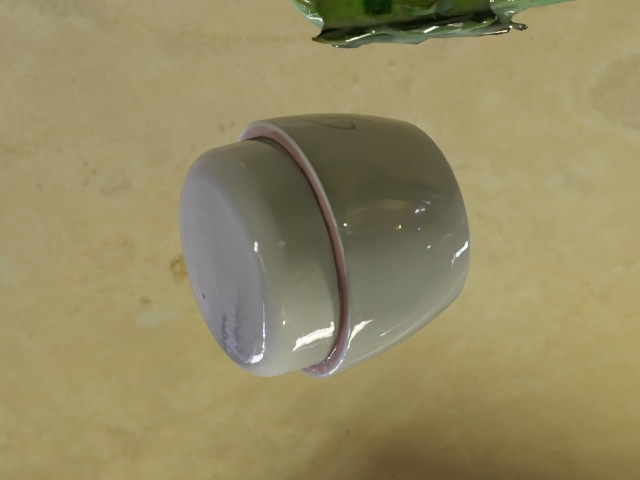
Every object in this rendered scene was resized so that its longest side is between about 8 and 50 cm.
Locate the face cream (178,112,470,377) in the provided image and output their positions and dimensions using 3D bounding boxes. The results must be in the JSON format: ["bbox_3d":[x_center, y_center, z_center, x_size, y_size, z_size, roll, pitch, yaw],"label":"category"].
[{"bbox_3d":[0.000,0.000,0.564,0.104,0.117,0.117,-17,140,-25],"label":"face cream"}]

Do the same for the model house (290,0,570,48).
[{"bbox_3d":[0.086,-0.264,0.231,0.300,0.340,0.323,-7,165,14],"label":"model house"}]
